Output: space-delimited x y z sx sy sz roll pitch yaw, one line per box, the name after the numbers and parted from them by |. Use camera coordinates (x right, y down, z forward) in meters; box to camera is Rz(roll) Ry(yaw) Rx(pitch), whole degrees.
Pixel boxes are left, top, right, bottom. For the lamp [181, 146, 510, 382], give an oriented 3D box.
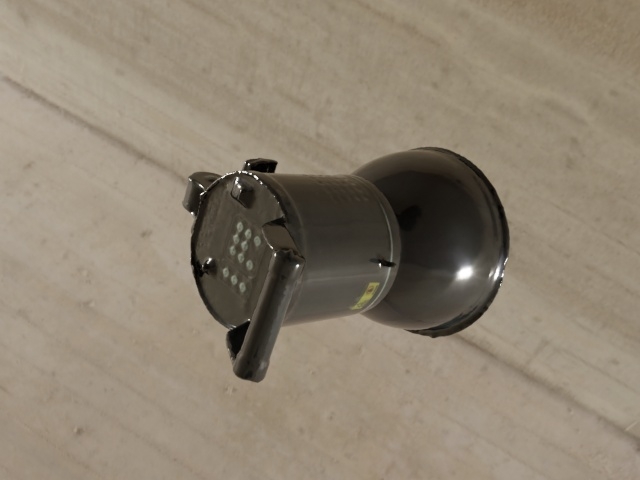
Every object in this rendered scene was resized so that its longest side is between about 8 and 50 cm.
0.000 0.000 0.506 0.227 0.147 0.172 -1 -149 -45 | lamp
